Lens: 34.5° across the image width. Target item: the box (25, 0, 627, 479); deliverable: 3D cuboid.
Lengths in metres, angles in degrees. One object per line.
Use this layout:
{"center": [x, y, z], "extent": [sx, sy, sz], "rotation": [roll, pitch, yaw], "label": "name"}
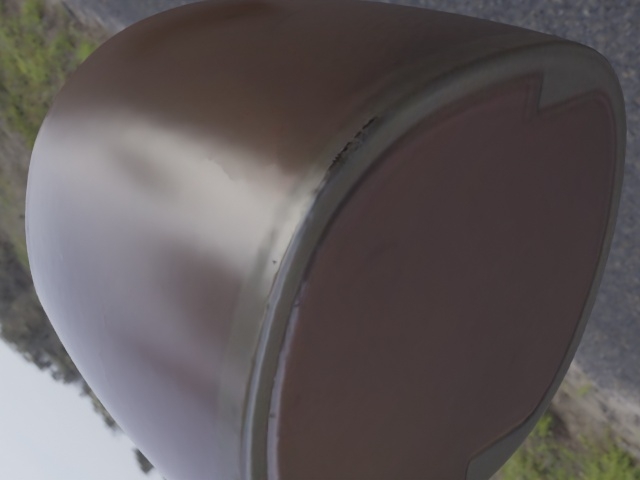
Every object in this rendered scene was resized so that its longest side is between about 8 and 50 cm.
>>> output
{"center": [0.000, 0.000, 0.564], "extent": [0.216, 0.301, 0.301], "rotation": [30, 159, 38], "label": "box"}
